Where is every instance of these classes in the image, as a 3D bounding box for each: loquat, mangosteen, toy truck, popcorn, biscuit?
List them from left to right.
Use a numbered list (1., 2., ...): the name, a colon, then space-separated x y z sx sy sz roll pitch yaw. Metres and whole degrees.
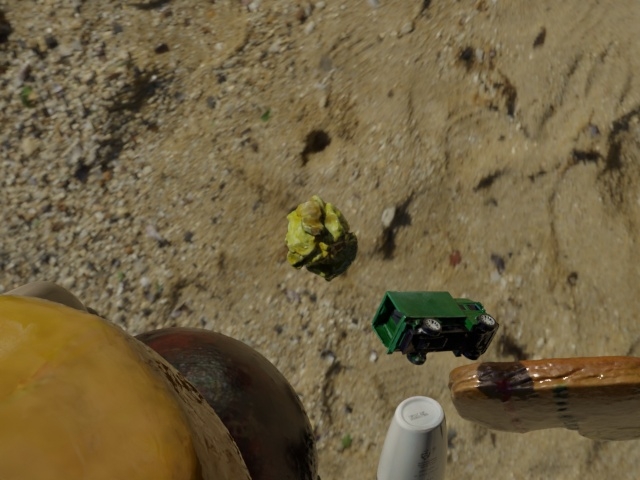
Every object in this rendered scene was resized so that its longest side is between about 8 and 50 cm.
1. loquat: -0.121 0.121 0.362 0.234 0.176 0.187 8 123 26
2. mangosteen: -0.152 0.225 0.861 0.311 0.311 0.311 4 109 11
3. popcorn: 0.003 -0.002 0.849 0.060 0.068 0.083 -13 110 40
4. toy truck: 0.150 0.111 1.157 0.147 0.079 0.065 2 127 -29
5. biscuit: 0.307 0.215 1.148 0.277 0.052 0.262 -4 151 11

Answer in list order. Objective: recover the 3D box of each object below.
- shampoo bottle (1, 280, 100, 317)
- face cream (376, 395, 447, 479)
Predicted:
1. shampoo bottle: -0.327 0.113 1.017 0.078 0.257 0.127 -9 93 15
2. face cream: 0.089 0.226 0.891 0.072 0.051 0.182 -15 133 -18
